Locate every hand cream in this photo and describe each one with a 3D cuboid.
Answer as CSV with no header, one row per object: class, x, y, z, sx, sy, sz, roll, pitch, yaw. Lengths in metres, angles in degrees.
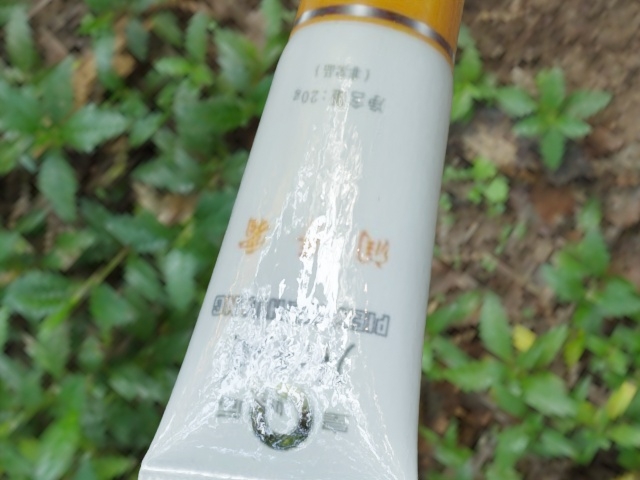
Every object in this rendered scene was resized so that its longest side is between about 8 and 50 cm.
hand cream,0.000,0.000,0.982,0.139,0.314,0.089,4,159,12
